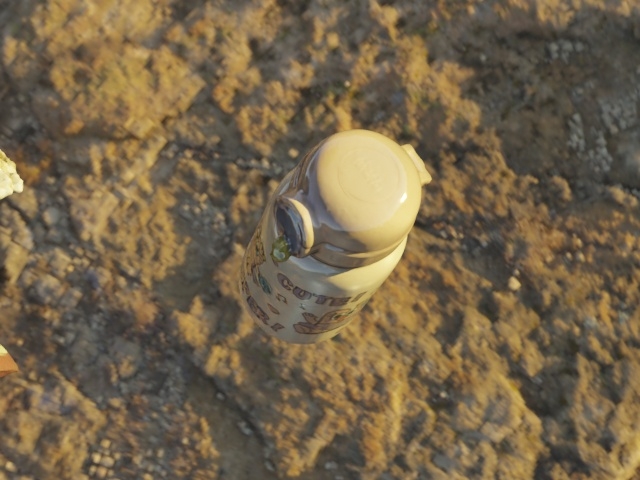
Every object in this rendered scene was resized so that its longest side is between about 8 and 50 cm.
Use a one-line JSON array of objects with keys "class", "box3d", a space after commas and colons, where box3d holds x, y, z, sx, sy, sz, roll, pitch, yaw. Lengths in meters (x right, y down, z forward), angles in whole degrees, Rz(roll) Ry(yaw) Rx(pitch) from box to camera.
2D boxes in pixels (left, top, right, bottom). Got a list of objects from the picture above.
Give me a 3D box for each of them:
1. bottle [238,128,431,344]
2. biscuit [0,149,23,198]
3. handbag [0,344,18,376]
[{"class": "bottle", "box3d": [0.000, 0.000, 0.756, 0.110, 0.209, 0.097, -26, 76, -21]}, {"class": "biscuit", "box3d": [-0.319, -0.040, 0.734, 0.238, 0.062, 0.108, -20, 102, 15]}, {"class": "handbag", "box3d": [-0.428, 0.082, 1.027, 0.235, 0.213, 0.127, 21, 101, 22]}]
